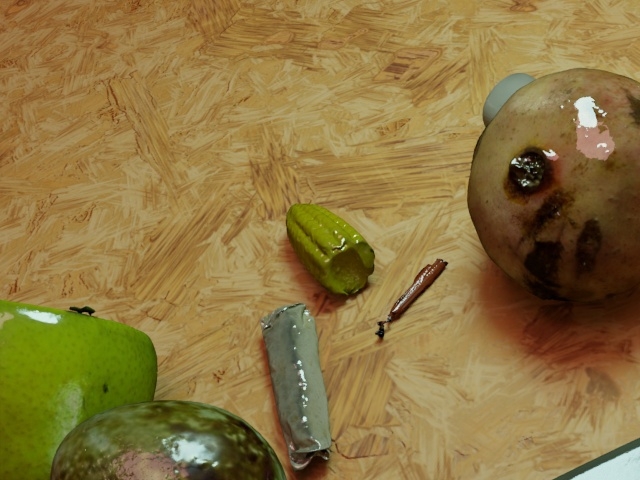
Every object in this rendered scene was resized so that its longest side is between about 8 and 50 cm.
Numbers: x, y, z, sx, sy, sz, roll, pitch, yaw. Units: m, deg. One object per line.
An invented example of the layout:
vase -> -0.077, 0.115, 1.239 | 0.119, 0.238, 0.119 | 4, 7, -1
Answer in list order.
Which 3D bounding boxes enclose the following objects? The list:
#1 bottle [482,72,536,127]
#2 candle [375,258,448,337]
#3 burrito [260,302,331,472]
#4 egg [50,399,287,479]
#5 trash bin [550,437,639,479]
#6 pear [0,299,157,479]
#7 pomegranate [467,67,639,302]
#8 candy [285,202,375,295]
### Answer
bottle -> 0.381, -0.168, 1.456 | 0.120, 0.120, 0.253 | -30, 47, -12
candle -> 0.133, 0.085, 1.360 | 0.026, 0.021, 0.167 | 37, 63, 18
burrito -> -0.030, 0.204, 1.273 | 0.082, 0.059, 0.275 | -22, 44, 7
egg -> -0.176, 0.305, 1.068 | 0.238, 0.290, 0.238 | -53, 16, 23
trash bin -> 0.293, 0.326, 0.971 | 0.241, 0.164, 0.122 | -26, 45, -8
pear -> -0.369, 0.247, 1.183 | 0.239, 0.342, 0.317 | 3, 75, 27
pomegranate -> 0.352, -0.074, 1.235 | 0.322, 0.322, 0.322 | -9, 45, 10
candy -> 0.000, 0.000, 1.432 | 0.094, 0.106, 0.199 | -18, 36, -24
